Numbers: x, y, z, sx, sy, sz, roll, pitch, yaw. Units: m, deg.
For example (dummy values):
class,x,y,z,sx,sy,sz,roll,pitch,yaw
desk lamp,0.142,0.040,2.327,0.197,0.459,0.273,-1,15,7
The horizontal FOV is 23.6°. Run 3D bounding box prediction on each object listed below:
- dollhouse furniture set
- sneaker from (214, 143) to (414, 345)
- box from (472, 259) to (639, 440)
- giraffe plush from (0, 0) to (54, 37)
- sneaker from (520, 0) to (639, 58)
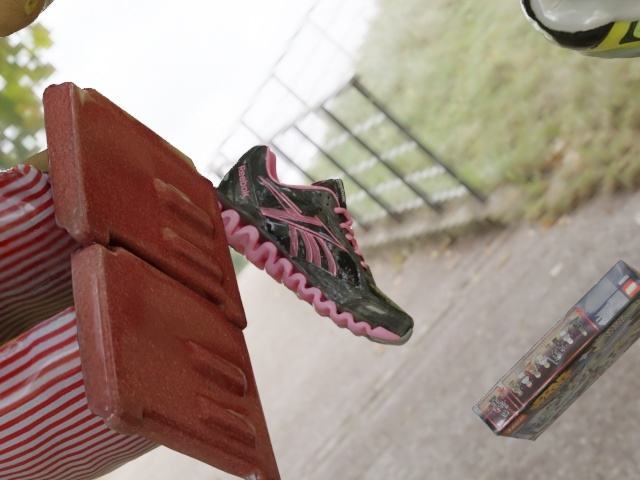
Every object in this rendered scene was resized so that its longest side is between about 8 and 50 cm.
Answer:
class,x,y,z,sx,sy,sz,roll,pitch,yaw
dollhouse furniture set,-0.203,0.011,0.524,0.201,0.152,0.374,-26,-32,21
sneaker,0.000,0.000,0.700,0.057,0.119,0.047,-52,-10,-5
box,0.168,0.075,1.009,0.137,0.027,0.094,-46,-22,9
giraffe plush,-0.248,-0.225,1.118,0.210,0.181,0.170,-50,-37,-27
sneaker,0.244,-0.207,0.694,0.385,0.145,0.147,-47,-6,34
